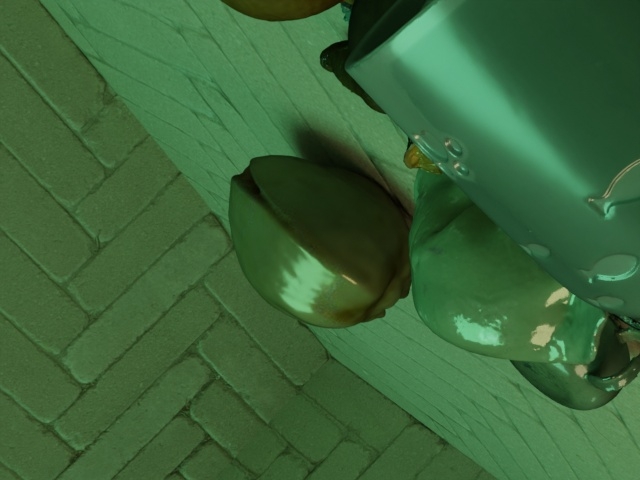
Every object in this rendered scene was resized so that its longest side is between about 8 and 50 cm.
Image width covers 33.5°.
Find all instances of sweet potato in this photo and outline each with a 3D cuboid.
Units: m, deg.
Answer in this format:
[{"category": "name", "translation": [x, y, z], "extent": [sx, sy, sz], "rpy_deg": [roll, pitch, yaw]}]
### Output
[{"category": "sweet potato", "translation": [0.077, -0.180, 1.287], "extent": [0.286, 0.085, 0.112], "rpy_deg": [42, 126, 41]}]

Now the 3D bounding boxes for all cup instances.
[{"category": "cup", "translation": [0.230, -0.128, 0.687], "extent": [0.274, 0.259, 0.357], "rpy_deg": [46, 138, -11]}]

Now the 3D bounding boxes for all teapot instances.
[{"category": "teapot", "translation": [0.342, 0.140, 1.471], "extent": [0.193, 0.129, 0.294], "rpy_deg": [49, 166, -22]}]

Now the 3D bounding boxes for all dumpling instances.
[{"category": "dumpling", "translation": [0.225, 0.007, 1.266], "extent": [0.321, 0.270, 0.212], "rpy_deg": [9, 173, 32]}]

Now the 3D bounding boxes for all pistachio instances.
[{"category": "pistachio", "translation": [0.000, 0.000, 1.869], "extent": [0.365, 0.281, 0.445], "rpy_deg": [40, -174, -25]}]

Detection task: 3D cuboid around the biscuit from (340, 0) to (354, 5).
[{"category": "biscuit", "translation": [0.037, -0.311, 1.146], "extent": [0.165, 0.036, 0.250], "rpy_deg": [46, 169, -13]}]

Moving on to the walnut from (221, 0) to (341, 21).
[{"category": "walnut", "translation": [-0.031, -0.322, 0.940], "extent": [0.203, 0.203, 0.298], "rpy_deg": [41, 162, 20]}]

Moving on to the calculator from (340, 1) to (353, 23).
[{"category": "calculator", "translation": [0.085, -0.234, 1.207], "extent": [0.141, 0.019, 0.094], "rpy_deg": [28, 174, 14]}]

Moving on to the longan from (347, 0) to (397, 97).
[{"category": "longan", "translation": [0.111, -0.189, 1.021], "extent": [0.187, 0.167, 0.167], "rpy_deg": [23, -179, -30]}]

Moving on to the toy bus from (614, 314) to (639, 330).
[{"category": "toy bus", "translation": [0.417, 0.070, 0.964], "extent": [0.123, 0.121, 0.335], "rpy_deg": [35, 173, -24]}]
